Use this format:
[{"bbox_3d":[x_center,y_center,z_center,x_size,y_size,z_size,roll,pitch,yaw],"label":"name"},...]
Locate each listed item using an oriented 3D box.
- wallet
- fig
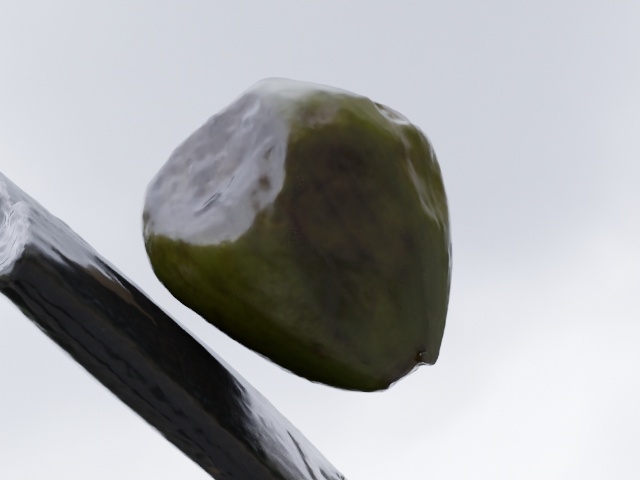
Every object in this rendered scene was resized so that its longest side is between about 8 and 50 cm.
[{"bbox_3d":[-0.056,0.082,0.946,0.044,0.170,0.321,-48,-65,0],"label":"wallet"},{"bbox_3d":[0.000,0.000,0.944,0.144,0.165,0.154,-35,-1,33],"label":"fig"}]
